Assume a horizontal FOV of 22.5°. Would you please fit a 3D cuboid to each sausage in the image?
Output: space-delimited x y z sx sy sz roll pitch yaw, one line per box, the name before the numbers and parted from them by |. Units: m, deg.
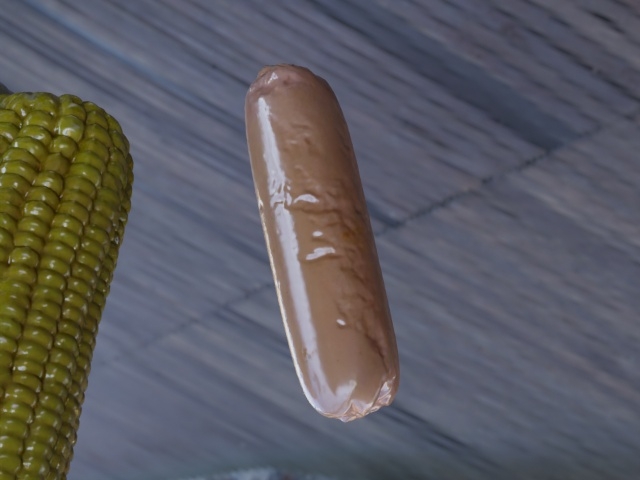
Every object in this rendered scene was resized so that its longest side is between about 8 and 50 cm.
sausage | 0.000 -0.001 1.250 0.086 0.289 0.086 -13 165 -3

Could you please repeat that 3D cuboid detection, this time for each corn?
corn | -0.198 0.065 0.983 0.131 0.344 0.131 5 149 3

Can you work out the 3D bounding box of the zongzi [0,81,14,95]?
zongzi | -0.449 -0.076 1.605 0.317 0.154 0.289 -27 134 26
